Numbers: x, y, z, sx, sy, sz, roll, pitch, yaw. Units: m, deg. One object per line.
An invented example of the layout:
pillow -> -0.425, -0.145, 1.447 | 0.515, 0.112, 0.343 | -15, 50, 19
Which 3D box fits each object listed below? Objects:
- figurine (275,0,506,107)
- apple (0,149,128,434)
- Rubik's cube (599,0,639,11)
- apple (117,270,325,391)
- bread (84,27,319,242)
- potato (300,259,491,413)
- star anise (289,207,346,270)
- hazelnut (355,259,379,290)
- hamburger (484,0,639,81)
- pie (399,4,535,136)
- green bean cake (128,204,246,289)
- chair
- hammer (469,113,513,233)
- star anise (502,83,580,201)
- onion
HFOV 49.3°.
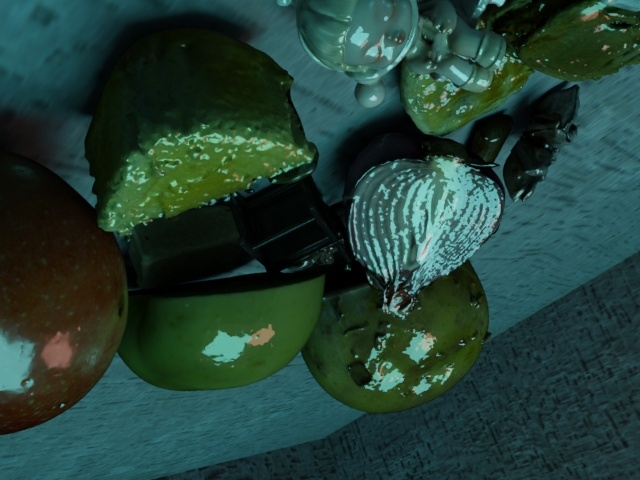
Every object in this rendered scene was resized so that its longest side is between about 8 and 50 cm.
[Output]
figurine -> 0.080, -0.259, 0.803 | 0.256, 0.144, 0.182 | 6, 148, -25
apple -> -0.394, 0.064, 0.788 | 0.348, 0.348, 0.277 | -37, -170, 27
Rubik's cube -> 0.362, -0.383, 0.656 | 0.253, 0.259, 0.256 | -4, 149, -38
apple -> -0.170, 0.113, 1.209 | 0.360, 0.320, 0.312 | -4, 135, -44
bread -> -0.154, -0.138, 0.776 | 0.262, 0.204, 0.162 | -21, 146, 2
potato -> 0.181, 0.227, 1.599 | 0.442, 0.319, 0.385 | -20, 176, 2
star anise -> -0.004, 0.007, 1.368 | 0.212, 0.073, 0.197 | -27, 165, -6
hazelnut -> 0.165, 0.003, 1.359 | 0.201, 0.160, 0.170 | -31, 145, 28
hamburger -> 0.318, -0.283, 0.860 | 0.206, 0.130, 0.183 | 10, 159, -27
pie -> 0.248, -0.276, 1.007 | 0.337, 0.075, 0.337 | -22, 154, -11
green bean cake -> -0.221, 0.009, 1.153 | 0.179, 0.085, 0.109 | -15, 154, -23
chair -> -0.051, -0.035, 1.149 | 0.141, 0.154, 0.260 | -26, 154, 6
hammer -> 0.295, -0.101, 1.419 | 0.242, 0.095, 0.409 | -17, 154, -16
star anise -> 0.421, -0.185, 1.303 | 0.236, 0.093, 0.229 | -30, 147, -53
onion -> 0.157, -0.039, 1.223 | 0.267, 0.159, 0.349 | 13, 125, -6
